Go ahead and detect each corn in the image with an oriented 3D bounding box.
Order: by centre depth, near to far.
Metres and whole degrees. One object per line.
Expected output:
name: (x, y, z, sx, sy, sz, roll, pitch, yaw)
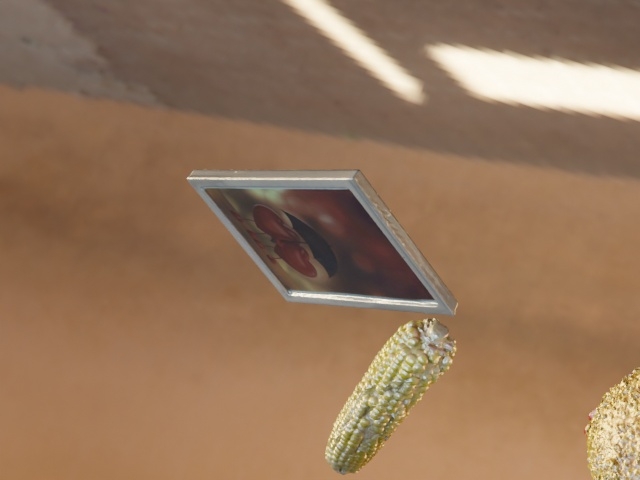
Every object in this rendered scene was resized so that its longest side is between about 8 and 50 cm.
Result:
corn: (0.086, 0.205, 2.202, 0.086, 0.086, 0.288, 22, 129, -13)

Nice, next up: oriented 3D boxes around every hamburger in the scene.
hamburger: (0.545, 0.329, 2.614, 0.179, 0.276, 0.294, 16, 141, -38)

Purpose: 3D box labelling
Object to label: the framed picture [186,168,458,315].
framed picture: (0.000, 0.000, 1.861, 0.289, 0.020, 0.211, 2, 138, 50)
